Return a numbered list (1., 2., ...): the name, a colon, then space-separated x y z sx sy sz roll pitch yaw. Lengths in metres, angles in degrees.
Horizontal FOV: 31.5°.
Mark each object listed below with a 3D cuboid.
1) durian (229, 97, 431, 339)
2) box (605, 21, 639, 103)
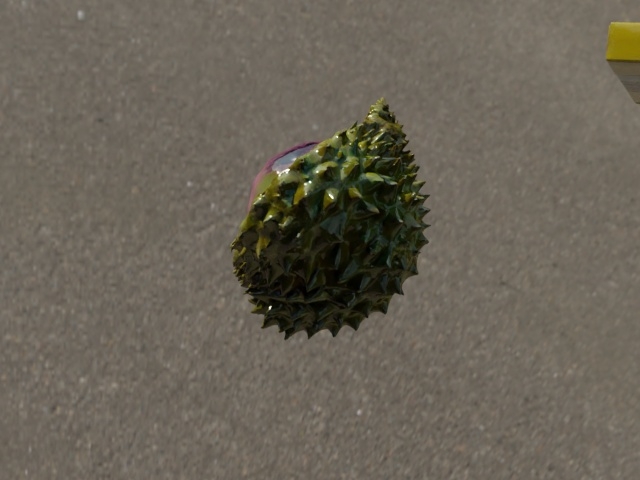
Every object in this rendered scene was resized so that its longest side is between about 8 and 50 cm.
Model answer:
1. durian: -0.002 -0.001 0.784 0.119 0.186 0.108 50 20 24
2. box: 0.200 -0.087 0.587 0.087 0.023 0.155 9 2 21
